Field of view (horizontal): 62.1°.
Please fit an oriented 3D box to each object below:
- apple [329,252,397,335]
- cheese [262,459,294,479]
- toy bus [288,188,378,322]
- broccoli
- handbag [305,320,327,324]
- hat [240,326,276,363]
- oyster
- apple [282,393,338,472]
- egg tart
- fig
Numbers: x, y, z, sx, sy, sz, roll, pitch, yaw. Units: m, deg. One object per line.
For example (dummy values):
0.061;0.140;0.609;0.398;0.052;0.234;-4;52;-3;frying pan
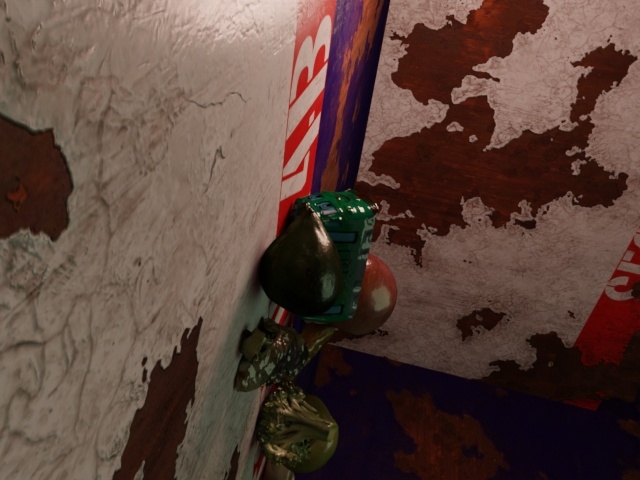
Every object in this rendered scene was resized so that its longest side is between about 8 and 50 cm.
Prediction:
0.084;0.172;1.793;0.345;0.345;0.269;86;22;-70;apple
-0.158;0.940;2.219;0.318;0.115;0.326;86;19;-68;cheese
0.007;0.039;1.398;0.183;0.200;0.343;42;-52;54;toy bus
-0.071;0.561;1.630;0.263;0.243;0.246;-19;108;-60;broccoli
0.028;0.221;2.258;0.171;0.151;0.298;68;32;-70;handbag
-0.140;0.219;1.146;0.076;0.059;0.077;-61;169;1;hat
-0.106;0.278;1.317;0.341;0.110;0.166;28;69;-70;oyster
-0.066;0.678;1.874;0.279;0.279;0.279;13;90;-84;apple
-0.060;0.369;1.816;0.279;0.095;0.279;-46;169;-12;egg tart
-0.031;0.044;1.160;0.195;0.195;0.244;-21;127;-83;fig
